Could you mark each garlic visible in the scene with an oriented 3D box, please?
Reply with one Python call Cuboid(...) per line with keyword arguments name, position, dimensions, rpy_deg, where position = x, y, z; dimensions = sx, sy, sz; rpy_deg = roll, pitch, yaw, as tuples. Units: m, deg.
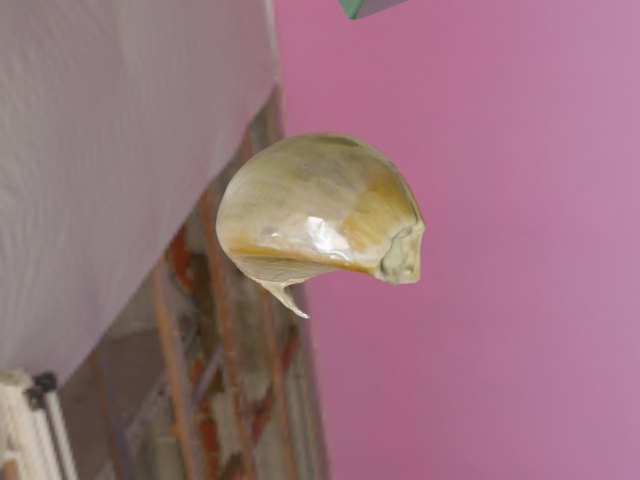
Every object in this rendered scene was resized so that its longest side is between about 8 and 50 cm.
Cuboid(name="garlic", position=(-0.011, -0.010, 1.054), dimensions=(0.145, 0.245, 0.164), rpy_deg=(-41, -82, -26))

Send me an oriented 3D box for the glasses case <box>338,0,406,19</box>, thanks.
Cuboid(name="glasses case", position=(0.094, -0.182, 0.661), dimensions=(0.039, 0.184, 0.078), rpy_deg=(65, 166, 5))
